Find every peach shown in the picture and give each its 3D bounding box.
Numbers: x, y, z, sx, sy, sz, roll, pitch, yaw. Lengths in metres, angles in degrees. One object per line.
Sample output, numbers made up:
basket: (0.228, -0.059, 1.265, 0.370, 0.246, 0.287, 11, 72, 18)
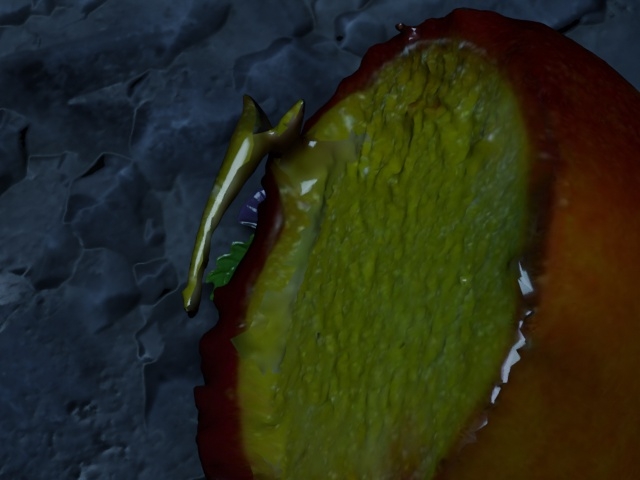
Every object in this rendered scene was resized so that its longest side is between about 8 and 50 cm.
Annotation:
peach: (0.100, 0.071, 1.024, 0.335, 0.310, 0.406, -12, 60, 39)

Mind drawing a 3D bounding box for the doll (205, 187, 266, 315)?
doll: (0.000, 0.000, 1.193, 0.190, 0.050, 0.115, -26, 78, -4)
